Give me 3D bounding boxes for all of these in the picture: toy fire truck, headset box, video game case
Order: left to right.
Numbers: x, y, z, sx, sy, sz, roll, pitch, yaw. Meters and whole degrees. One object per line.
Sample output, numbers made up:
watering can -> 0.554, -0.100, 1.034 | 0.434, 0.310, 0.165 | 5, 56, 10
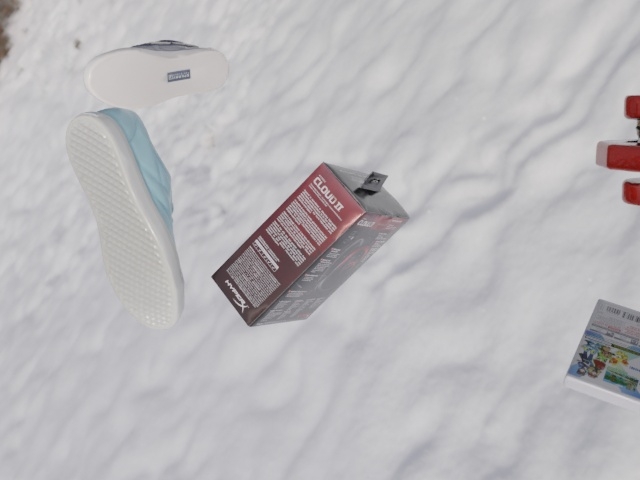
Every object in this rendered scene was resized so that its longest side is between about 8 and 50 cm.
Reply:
headset box -> 0.000, 0.000, 1.435 | 0.293, 0.110, 0.218 | -45, -17, 17
video game case -> 0.709, 0.265, 1.876 | 0.300, 0.328, 0.036 | -46, -31, -48
toy fire truck -> 0.568, -0.127, 1.284 | 0.254, 0.302, 0.170 | -75, -15, -81

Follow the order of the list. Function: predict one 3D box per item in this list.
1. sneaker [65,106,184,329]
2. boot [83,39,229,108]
sneaker -> -0.276, -0.043, 1.440 | 0.135, 0.366, 0.150 | -5, 17, 30
boot -> -0.204, -0.197, 1.035 | 0.086, 0.190, 0.069 | 25, 116, 40
